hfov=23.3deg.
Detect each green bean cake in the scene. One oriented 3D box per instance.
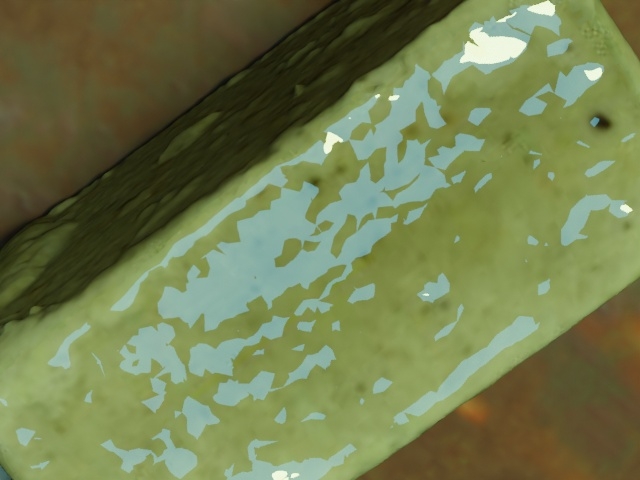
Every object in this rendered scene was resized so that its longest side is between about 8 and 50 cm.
[{"bbox_3d":[0.000,0.000,0.401,0.179,0.109,0.085,-37,107,2],"label":"green bean cake"}]

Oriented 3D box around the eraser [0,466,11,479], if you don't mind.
[{"bbox_3d":[-0.233,-0.076,0.359,0.213,0.082,0.397,-18,106,-3],"label":"eraser"}]
